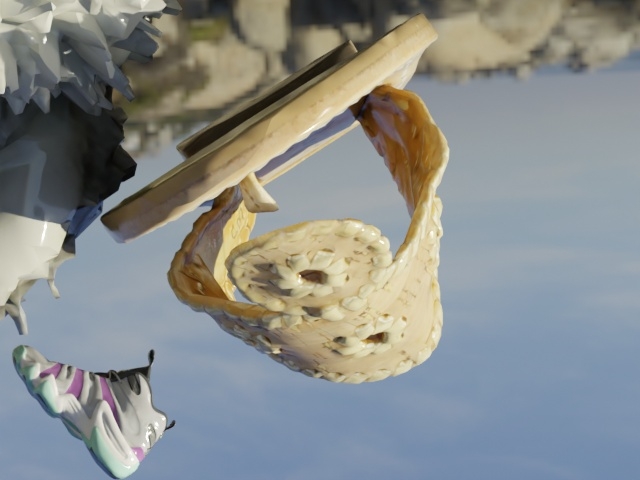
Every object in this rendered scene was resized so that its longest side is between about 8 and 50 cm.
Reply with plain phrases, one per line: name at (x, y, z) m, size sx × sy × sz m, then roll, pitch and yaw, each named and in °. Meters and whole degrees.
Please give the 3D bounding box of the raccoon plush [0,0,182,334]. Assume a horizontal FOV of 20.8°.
raccoon plush at (0.012, -0.155, 0.413) m, size 0.446 × 0.299 × 0.216 m, roll -13°, pitch -132°, yaw -27°

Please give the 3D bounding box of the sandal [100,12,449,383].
sandal at (0.006, -0.003, 0.456) m, size 0.088 × 0.079 × 0.240 m, roll -32°, pitch -174°, yaw 2°

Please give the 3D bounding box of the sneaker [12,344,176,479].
sneaker at (-0.125, 0.082, 1.008) m, size 0.069 × 0.098 × 0.038 m, roll -43°, pitch -178°, yaw -16°
